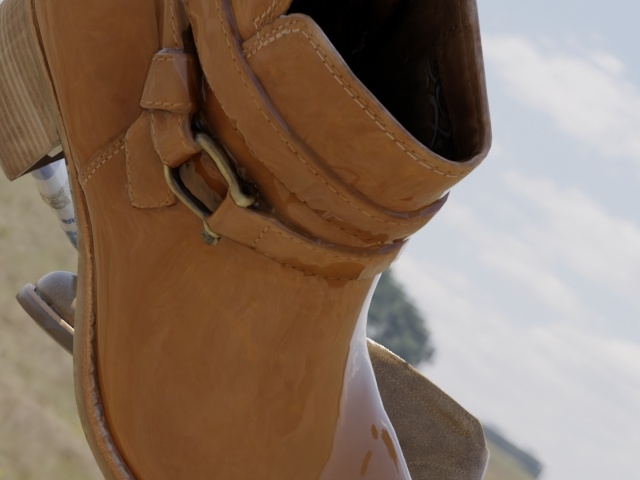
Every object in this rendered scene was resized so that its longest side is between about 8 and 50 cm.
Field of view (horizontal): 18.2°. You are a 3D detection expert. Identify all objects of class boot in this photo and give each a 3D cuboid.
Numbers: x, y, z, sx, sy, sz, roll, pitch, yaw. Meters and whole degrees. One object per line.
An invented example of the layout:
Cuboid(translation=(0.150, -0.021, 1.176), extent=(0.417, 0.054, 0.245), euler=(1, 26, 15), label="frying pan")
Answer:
Cuboid(translation=(-0.039, 0.086, 1.215), extent=(0.305, 0.115, 0.112), euler=(30, -2, 3), label="boot")
Cuboid(translation=(0.000, 0.000, 0.662), extent=(0.220, 0.109, 0.283), euler=(-25, -92, 55), label="boot")

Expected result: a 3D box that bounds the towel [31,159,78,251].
Cuboid(translation=(-0.115, -0.104, 1.155), extent=(0.034, 0.209, 0.285), euler=(18, -13, 8), label="towel")
